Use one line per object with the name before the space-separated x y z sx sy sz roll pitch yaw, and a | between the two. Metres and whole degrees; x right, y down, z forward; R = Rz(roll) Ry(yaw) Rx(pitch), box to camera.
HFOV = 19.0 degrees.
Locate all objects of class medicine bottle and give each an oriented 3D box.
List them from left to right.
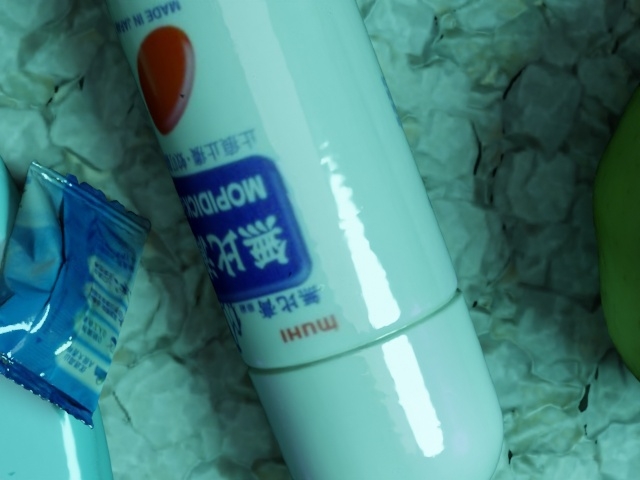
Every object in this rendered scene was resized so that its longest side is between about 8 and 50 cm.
medicine bottle | 0.000 0.000 1.051 0.130 0.130 0.341 -22 98 -8

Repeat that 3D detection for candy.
candy | -0.139 0.024 1.038 0.088 0.038 0.136 34 53 -30

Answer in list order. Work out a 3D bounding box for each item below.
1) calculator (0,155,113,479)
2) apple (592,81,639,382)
calculator | -0.251 0.106 1.052 0.256 0.054 0.386 -16 93 -10
apple | 0.269 -0.009 1.037 0.279 0.279 0.279 -1 94 -11
